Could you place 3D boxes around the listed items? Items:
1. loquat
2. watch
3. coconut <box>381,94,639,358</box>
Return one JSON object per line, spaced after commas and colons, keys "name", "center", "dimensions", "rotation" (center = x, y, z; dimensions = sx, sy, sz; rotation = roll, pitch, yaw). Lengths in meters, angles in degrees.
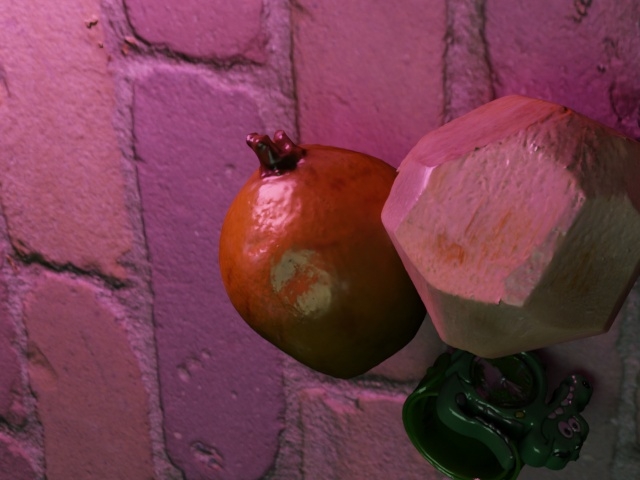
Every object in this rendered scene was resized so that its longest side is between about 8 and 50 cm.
{"name": "loquat", "center": [0.000, 0.000, 1.551], "dimensions": [0.213, 0.213, 0.246], "rotation": [-9, 122, 34]}
{"name": "watch", "center": [0.164, 0.182, 1.628], "dimensions": [0.165, 0.131, 0.152], "rotation": [34, 140, 7]}
{"name": "coconut", "center": [0.171, -0.009, 1.436], "dimensions": [0.237, 0.197, 0.237], "rotation": [-1, 87, 21]}
